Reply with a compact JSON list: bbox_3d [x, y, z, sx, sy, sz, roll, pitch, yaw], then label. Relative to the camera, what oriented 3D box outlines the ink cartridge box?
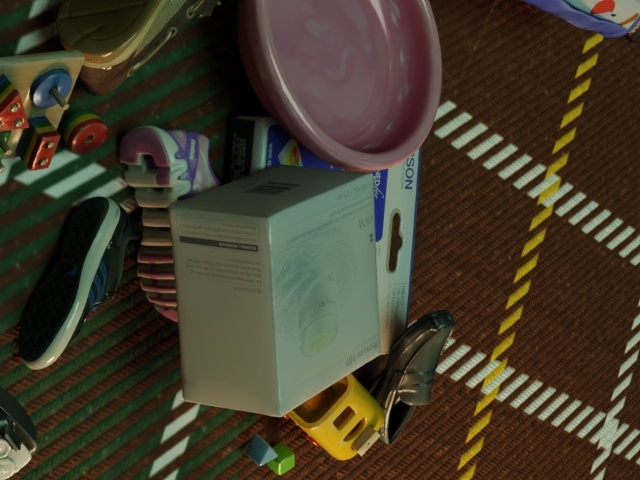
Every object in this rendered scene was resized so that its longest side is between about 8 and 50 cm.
[{"bbox_3d":[0.000,0.000,1.925,0.307,0.072,0.304,-1,97,-50],"label":"ink cartridge box"}]

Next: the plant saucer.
[{"bbox_3d":[0.015,-0.240,1.832,0.332,0.084,0.332,16,68,-46],"label":"plant saucer"}]

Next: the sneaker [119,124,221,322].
[{"bbox_3d":[-0.153,-0.024,1.737,0.104,0.095,0.236,-26,115,-50],"label":"sneaker"}]

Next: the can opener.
[{"bbox_3d":[-0.383,0.138,1.536,0.093,0.074,0.280,-102,166,-55],"label":"can opener"}]

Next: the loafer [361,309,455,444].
[{"bbox_3d":[0.121,0.179,1.999,0.076,0.078,0.223,-10,142,-40],"label":"loafer"}]

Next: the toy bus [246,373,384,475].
[{"bbox_3d":[0.025,0.220,1.907,0.202,0.104,0.191,-15,132,-39],"label":"toy bus"}]

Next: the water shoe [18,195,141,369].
[{"bbox_3d":[-0.252,0.054,1.652,0.080,0.073,0.203,38,70,-47],"label":"water shoe"}]

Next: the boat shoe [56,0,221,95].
[{"bbox_3d":[-0.162,-0.296,1.672,0.342,0.123,0.123,-58,164,-26],"label":"boat shoe"}]

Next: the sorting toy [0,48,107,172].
[{"bbox_3d":[-0.309,-0.120,1.524,0.274,0.046,0.132,-13,143,-44],"label":"sorting toy"}]

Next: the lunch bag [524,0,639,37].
[{"bbox_3d":[0.336,-0.493,2.075,0.328,0.239,0.385,11,82,-50],"label":"lunch bag"}]

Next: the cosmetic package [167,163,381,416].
[{"bbox_3d":[-0.045,0.050,1.706,0.224,0.138,0.225,-26,118,-55],"label":"cosmetic package"}]

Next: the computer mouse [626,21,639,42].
[{"bbox_3d":[0.481,-0.420,2.373,0.184,0.060,0.262,-31,119,-41],"label":"computer mouse"}]
